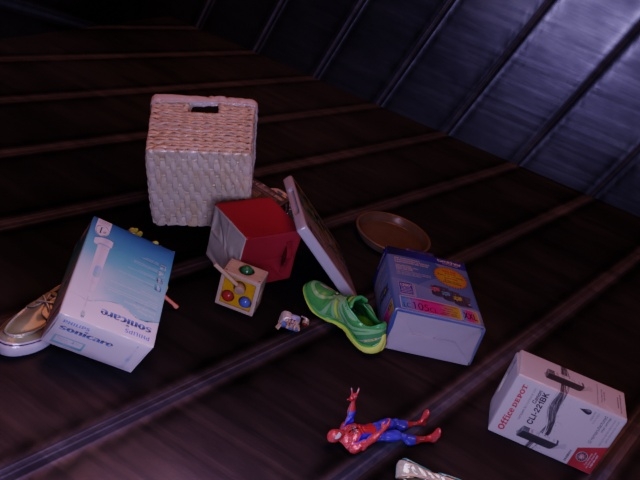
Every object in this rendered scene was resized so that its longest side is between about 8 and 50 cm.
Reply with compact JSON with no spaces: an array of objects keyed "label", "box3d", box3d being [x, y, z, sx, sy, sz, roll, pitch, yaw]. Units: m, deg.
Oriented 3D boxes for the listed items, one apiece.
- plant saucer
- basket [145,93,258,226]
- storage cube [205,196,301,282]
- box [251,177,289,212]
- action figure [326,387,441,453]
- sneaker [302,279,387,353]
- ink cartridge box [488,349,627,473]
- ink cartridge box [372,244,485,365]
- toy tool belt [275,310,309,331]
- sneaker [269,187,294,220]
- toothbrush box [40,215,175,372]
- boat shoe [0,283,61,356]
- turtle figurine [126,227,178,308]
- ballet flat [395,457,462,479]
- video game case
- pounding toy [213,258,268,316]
[{"label":"plant saucer","box3d":[0.254,-0.016,2.395,0.277,0.041,0.278,13,29,-7]},{"label":"basket","box3d":[-0.359,-0.241,2.072,0.328,0.331,0.266,2,45,-8]},{"label":"storage cube","box3d":[-0.199,0.004,1.972,0.193,0.184,0.215,-10,41,-38]},{"label":"box","box3d":[-0.247,-0.127,2.246,0.231,0.056,0.183,33,50,25]},{"label":"action figure","box3d":[0.149,0.408,1.537,0.280,0.139,0.091,-1,33,-25]},{"label":"sneaker","box3d":[0.077,0.187,1.872,0.295,0.124,0.109,35,34,29]},{"label":"ink cartridge box","box3d":[0.579,0.422,1.674,0.272,0.197,0.114,23,30,9]},{"label":"ink cartridge box","box3d":[0.307,0.167,2.013,0.269,0.151,0.395,13,28,-8]},{"label":"toy tool belt","box3d":[-0.075,0.226,1.811,0.083,0.052,0.051,17,61,5]},{"label":"sneaker","box3d":[-0.125,-0.117,2.318,0.211,0.080,0.081,22,27,9]},{"label":"toothbrush box","box3d":[-0.480,0.121,1.557,0.216,0.126,0.296,26,39,-24]},{"label":"boat shoe","box3d":[-0.627,0.160,1.566,0.109,0.094,0.302,26,30,14]},{"label":"turtle figurine","box3d":[-0.488,0.078,1.788,0.269,0.087,0.217,27,34,-16]},{"label":"ballet flat","box3d":[0.242,0.530,1.475,0.168,0.057,0.052,19,57,9]},{"label":"video game case","box3d":[0.000,0.000,2.015,0.036,0.329,0.300,-30,34,8]},{"label":"pounding toy","box3d":[-0.222,0.117,1.810,0.130,0.141,0.100,20,30,4]}]
